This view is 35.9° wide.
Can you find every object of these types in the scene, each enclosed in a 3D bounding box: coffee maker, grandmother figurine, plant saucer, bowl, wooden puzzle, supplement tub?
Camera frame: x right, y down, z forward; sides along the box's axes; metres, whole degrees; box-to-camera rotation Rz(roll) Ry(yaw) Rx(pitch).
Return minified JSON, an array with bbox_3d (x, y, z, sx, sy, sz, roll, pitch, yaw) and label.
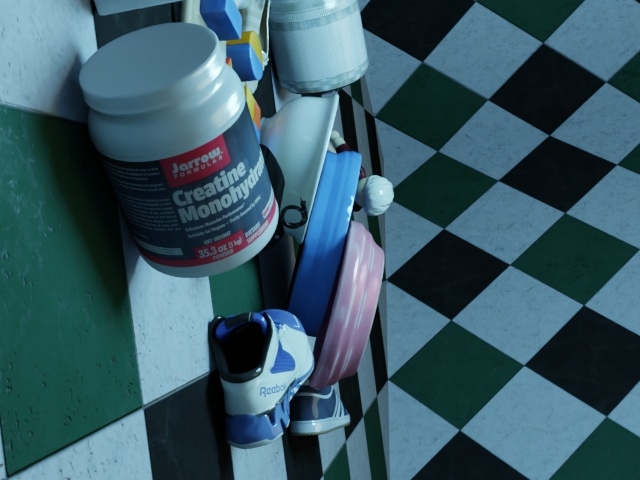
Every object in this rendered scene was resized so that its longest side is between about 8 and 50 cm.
[{"bbox_3d":[-0.103,-0.065,1.585,0.178,0.171,0.120,-87,179,-55],"label":"coffee maker"},{"bbox_3d":[0.049,-0.147,2.269,0.342,0.104,0.207,37,-22,48],"label":"grandmother figurine"},{"bbox_3d":[0.054,0.130,1.919,0.332,0.084,0.332,-167,-90,-87],"label":"plant saucer"},{"bbox_3d":[0.000,0.000,2.036,0.391,0.077,0.391,-166,-90,-88],"label":"bowl"},{"bbox_3d":[-0.164,-0.298,1.711,0.322,0.081,0.347,58,27,-67],"label":"wooden puzzle"},{"bbox_3d":[-0.064,-0.150,1.883,0.298,0.134,0.297,-167,-90,-88],"label":"bowl"},{"bbox_3d":[-0.170,-0.107,1.216,0.191,0.191,0.272,-85,164,-50],"label":"supplement tub"}]

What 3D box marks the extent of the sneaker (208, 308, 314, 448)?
[{"bbox_3d":[-0.095,0.173,1.619,0.315,0.127,0.182,-74,157,-62],"label":"sneaker"}]

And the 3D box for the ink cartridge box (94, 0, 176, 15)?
[{"bbox_3d":[-0.203,-0.450,1.189,0.131,0.226,0.306,-82,161,-54],"label":"ink cartridge box"}]

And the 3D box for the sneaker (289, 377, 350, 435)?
[{"bbox_3d":[-0.003,0.326,2.109,0.282,0.099,0.153,17,68,-76],"label":"sneaker"}]

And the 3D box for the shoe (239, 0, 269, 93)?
[{"bbox_3d":[-0.134,-0.398,1.989,0.076,0.058,0.219,44,45,-72],"label":"shoe"}]

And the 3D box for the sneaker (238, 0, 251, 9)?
[{"bbox_3d":[-0.152,-0.554,1.844,0.099,0.121,0.262,-85,164,-48],"label":"sneaker"}]

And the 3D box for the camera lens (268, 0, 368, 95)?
[{"bbox_3d":[-0.013,-0.490,2.294,0.219,0.219,0.274,-79,159,-61],"label":"camera lens"}]

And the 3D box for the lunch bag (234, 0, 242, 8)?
[{"bbox_3d":[-0.164,-0.471,1.815,0.071,0.053,0.083,-53,139,-8],"label":"lunch bag"}]
